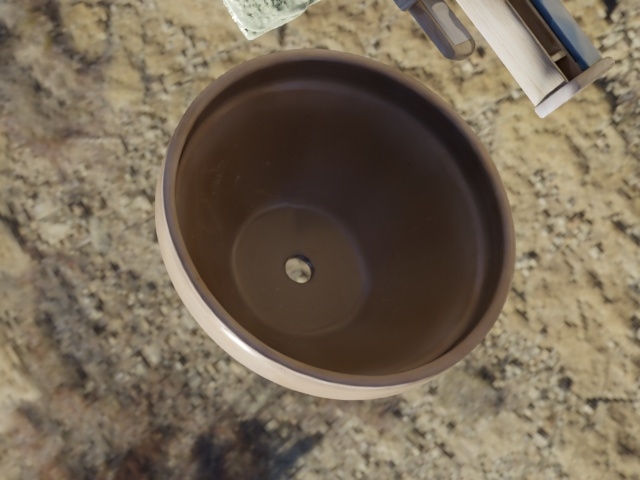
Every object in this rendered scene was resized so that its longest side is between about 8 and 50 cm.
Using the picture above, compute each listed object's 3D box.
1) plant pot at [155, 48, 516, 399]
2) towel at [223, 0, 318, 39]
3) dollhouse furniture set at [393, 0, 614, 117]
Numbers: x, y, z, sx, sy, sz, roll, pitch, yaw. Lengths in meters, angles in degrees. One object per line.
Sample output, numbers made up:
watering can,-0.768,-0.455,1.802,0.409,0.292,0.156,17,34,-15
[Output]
plant pot,0.000,0.000,0.859,0.237,0.237,0.110,49,151,5
towel,-0.057,-0.263,1.151,0.110,0.027,0.148,-30,109,9
dollhouse furniture set,0.240,-0.268,1.039,0.303,0.286,0.198,-38,88,28
